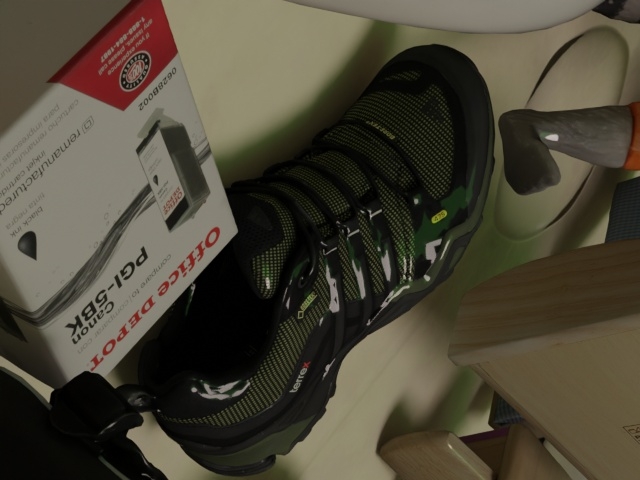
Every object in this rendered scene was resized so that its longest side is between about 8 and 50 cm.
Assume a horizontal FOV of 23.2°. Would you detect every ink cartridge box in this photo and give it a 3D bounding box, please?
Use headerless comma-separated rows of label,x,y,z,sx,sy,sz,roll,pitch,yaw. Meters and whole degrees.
ink cartridge box,-0.091,-0.022,0.558,0.099,0.056,0.135,-49,149,-24

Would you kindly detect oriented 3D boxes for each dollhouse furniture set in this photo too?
dollhouse furniture set,0.182,0.000,0.964,0.198,0.286,0.303,44,47,-31

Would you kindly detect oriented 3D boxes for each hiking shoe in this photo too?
hiking shoe,0.000,0.000,0.694,0.227,0.086,0.114,-57,155,-7

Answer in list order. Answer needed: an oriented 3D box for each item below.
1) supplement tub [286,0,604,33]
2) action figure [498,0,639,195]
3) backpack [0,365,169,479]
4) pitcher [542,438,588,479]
supplement tub,0.014,-0.230,0.368,0.228,0.228,0.316,-12,124,-55
action figure,0.255,-0.153,0.792,0.330,0.178,0.341,4,105,-40
backpack,-0.097,0.200,0.571,0.191,0.225,0.253,-43,156,-25
pitcher,0.231,0.164,1.198,0.178,0.125,0.207,-12,115,-73
